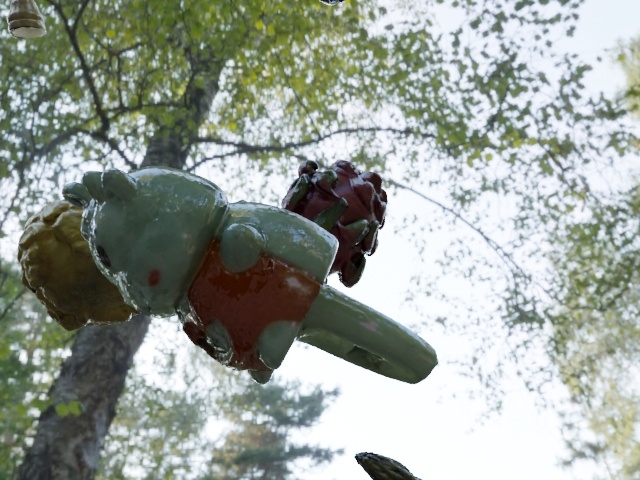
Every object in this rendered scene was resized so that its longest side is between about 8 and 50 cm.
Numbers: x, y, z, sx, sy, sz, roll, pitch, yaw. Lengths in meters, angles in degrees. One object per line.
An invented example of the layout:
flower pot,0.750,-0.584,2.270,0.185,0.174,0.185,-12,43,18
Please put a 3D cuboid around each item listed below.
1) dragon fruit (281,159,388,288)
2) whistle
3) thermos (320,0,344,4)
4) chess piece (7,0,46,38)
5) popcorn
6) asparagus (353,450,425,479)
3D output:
dragon fruit,0.009,-0.002,1.189,0.198,0.218,0.272,14,-88,-32
whistle,-0.046,0.027,0.443,0.253,0.102,0.105,26,-88,-4
thermos,0.056,-0.534,1.282,0.146,0.265,0.176,25,-38,16
chess piece,-0.531,-0.430,1.271,0.066,0.122,0.066,-8,2,0
popcorn,-0.364,0.039,1.171,0.250,0.190,0.250,-1,-63,-2
asparagus,0.103,0.248,0.676,0.165,0.030,0.036,29,-45,14
